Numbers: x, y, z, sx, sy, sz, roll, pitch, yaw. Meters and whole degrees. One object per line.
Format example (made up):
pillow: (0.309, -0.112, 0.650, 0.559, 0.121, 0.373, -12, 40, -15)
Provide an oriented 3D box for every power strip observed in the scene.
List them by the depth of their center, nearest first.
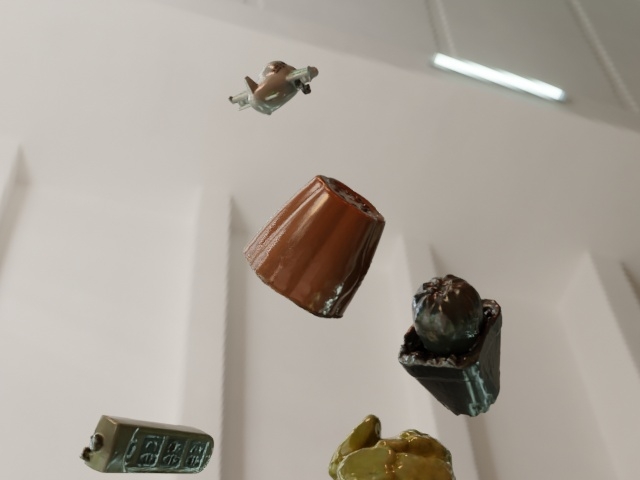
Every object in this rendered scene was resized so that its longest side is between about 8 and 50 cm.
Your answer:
power strip: (-0.259, 0.325, 1.865, 0.048, 0.080, 0.286, 21, 179, 32)

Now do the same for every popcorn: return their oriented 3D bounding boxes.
popcorn: (0.124, 0.454, 1.862, 0.293, 0.334, 0.292, 34, -141, 20)

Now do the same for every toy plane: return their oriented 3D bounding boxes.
toy plane: (-0.086, -0.272, 2.112, 0.174, 0.080, 0.174, -23, -167, 5)

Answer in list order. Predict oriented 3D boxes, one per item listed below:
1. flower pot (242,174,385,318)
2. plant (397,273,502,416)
flower pot: (0.000, 0.000, 1.848, 0.190, 0.173, 0.190, 31, -166, -8)
plant: (0.217, 0.170, 1.956, 0.141, 0.256, 0.164, 6, -140, 30)
